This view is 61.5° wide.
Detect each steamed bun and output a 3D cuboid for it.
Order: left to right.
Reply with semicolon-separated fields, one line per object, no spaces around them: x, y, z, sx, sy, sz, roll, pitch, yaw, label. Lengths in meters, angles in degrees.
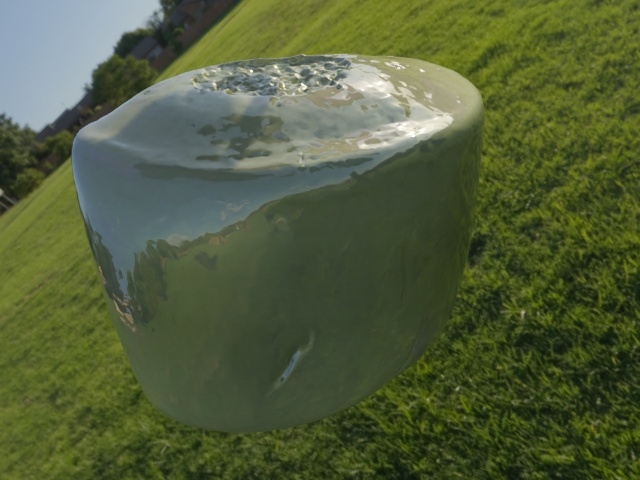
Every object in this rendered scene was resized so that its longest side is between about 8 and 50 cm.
0.000;0.000;0.605;0.456;0.371;0.290;-24;36;-30;steamed bun
